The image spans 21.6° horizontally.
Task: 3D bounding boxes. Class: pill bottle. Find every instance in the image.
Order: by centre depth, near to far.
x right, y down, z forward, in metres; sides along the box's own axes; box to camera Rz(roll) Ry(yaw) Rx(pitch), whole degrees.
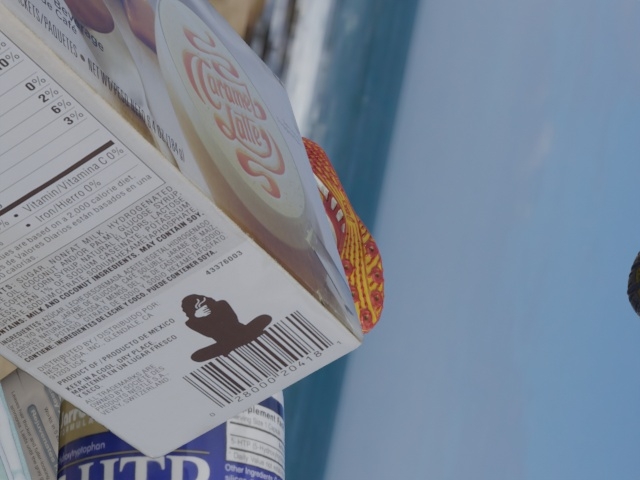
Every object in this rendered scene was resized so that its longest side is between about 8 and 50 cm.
[{"bbox_3d":[-0.073,0.109,0.821,0.112,0.112,0.186,96,-7,-67],"label":"pill bottle"}]

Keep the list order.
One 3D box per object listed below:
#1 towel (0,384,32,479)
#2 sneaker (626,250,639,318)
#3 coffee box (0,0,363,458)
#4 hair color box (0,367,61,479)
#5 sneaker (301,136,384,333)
[{"bbox_3d":[-0.341,0.218,1.115,0.090,0.320,0.374,57,9,-68],"label":"towel"},{"bbox_3d":[0.346,0.082,1.442,0.112,0.131,0.296,-34,-158,25],"label":"sneaker"},{"bbox_3d":[-0.097,-0.049,0.559,0.246,0.098,0.141,45,20,-47],"label":"coffee box"},{"bbox_3d":[-0.271,0.221,1.820,0.113,0.374,0.185,-10,70,-52],"label":"hair color box"},{"bbox_3d":[0.000,0.000,1.378,0.067,0.064,0.175,-35,-109,38],"label":"sneaker"}]
